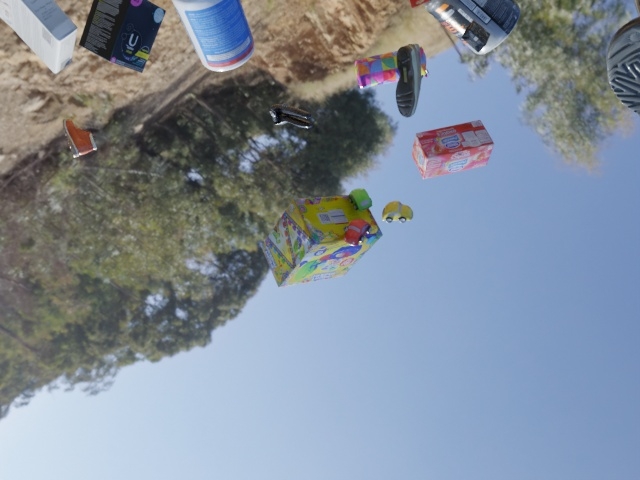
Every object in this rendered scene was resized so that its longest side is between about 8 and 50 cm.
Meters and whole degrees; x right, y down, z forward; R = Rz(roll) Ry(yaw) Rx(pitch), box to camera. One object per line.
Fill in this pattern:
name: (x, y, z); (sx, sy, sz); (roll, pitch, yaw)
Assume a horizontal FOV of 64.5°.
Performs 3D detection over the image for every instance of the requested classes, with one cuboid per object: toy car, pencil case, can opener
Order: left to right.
can opener: (-0.078, -0.338, 1.360); (0.073, 0.059, 0.186); (-29, -151, -21)
toy car: (0.150, -0.106, 1.625); (0.239, 0.053, 0.225); (-24, -134, -8)
pencil case: (0.230, -0.554, 1.638); (0.236, 0.104, 0.104); (-8, -149, 2)

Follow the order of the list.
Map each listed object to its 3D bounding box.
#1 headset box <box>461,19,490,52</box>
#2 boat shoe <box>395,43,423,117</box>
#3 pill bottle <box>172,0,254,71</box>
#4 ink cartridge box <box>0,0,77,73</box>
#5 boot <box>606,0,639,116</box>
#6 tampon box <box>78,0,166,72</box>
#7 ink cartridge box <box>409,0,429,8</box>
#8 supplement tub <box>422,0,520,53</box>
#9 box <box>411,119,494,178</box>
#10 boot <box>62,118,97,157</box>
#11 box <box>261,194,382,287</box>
headset box: (0.415, -0.546, 1.350); (0.032, 0.062, 0.083); (-45, -168, 45)
boat shoe: (0.247, -0.426, 1.353); (0.072, 0.190, 0.068); (-30, -136, -32)
pill bottle: (-0.216, -0.455, 0.986); (0.124, 0.221, 0.124); (-5, -121, 9)
ink cartridge box: (-0.734, -0.573, 1.257); (0.066, 0.261, 0.296); (-49, -157, -19)
boot: (0.757, -0.457, 1.117); (0.146, 0.367, 0.445); (-18, -138, 48)
tampon box: (-0.460, -0.497, 1.181); (0.161, 0.101, 0.120); (-64, 166, 14)
ink cartridge box: (0.278, -0.759, 1.511); (0.062, 0.115, 0.029); (-11, -155, 31)
supplement tub: (0.503, -0.826, 1.751); (0.207, 0.338, 0.207); (-49, -159, 26)
box: (0.477, -0.331, 1.845); (0.256, 0.123, 0.128); (-13, -122, -6)
boot: (-0.779, -0.339, 1.639); (0.084, 0.158, 0.059); (-23, 155, -21)
box: (0.000, 0.000, 1.728); (0.279, 0.289, 0.177); (-51, -123, 45)
